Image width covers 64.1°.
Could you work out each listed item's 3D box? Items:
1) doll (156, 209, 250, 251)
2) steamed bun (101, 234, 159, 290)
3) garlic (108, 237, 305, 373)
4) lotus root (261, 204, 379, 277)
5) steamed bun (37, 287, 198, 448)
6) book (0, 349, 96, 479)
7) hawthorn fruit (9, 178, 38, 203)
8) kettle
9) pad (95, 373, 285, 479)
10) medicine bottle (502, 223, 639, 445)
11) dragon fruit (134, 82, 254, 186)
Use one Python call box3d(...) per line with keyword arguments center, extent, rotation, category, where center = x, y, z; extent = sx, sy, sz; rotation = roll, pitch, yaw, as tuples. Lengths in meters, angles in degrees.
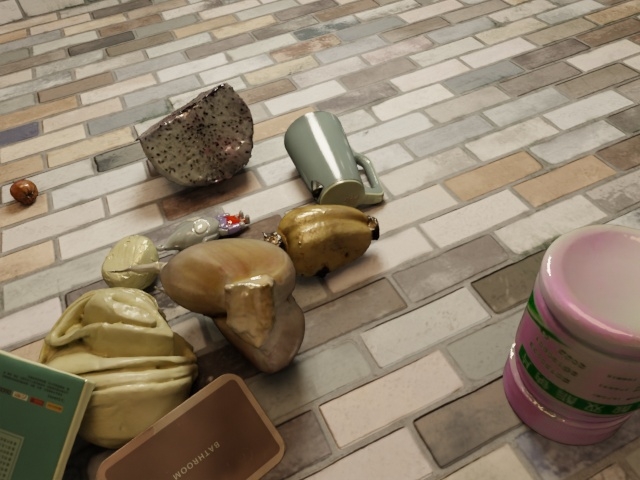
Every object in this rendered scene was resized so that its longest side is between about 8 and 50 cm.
box3d(center=(-0.273, -0.018, 1.195), extent=(0.227, 0.075, 0.102), rotation=(-21, 31, -27), category="doll")
box3d(center=(-0.406, 0.057, 1.123), extent=(0.112, 0.091, 0.130), rotation=(9, 63, 28), category="steamed bun")
box3d(center=(-0.174, 0.122, 0.953), extent=(0.340, 0.232, 0.246), rotation=(6, 20, 32), category="garlic")
box3d(center=(0.000, 0.000, 1.103), extent=(0.256, 0.140, 0.154), rotation=(-9, 76, -12), category="lotus root")
box3d(center=(-0.367, 0.214, 0.898), extent=(0.276, 0.203, 0.289), rotation=(-11, 48, -4), category="steamed bun")
box3d(center=(-0.514, 0.365, 0.775), extent=(0.264, 0.031, 0.379), rotation=(12, 79, 18), category="book")
box3d(center=(-0.805, -0.139, 1.369), extent=(0.103, 0.067, 0.067), rotation=(25, 55, 23), category="hawthorn fruit")
box3d(center=(0.041, -0.183, 1.284), extent=(0.210, 0.160, 0.243), rotation=(2, 48, -32), category="kettle")
box3d(center=(-0.200, 0.354, 0.819), extent=(0.266, 0.002, 0.176), rotation=(-34, 87, -23), category="pad")
box3d(center=(0.412, 0.155, 0.782), extent=(0.212, 0.325, 0.212), rotation=(-3, 48, 3), category="medicine bottle")
box3d(center=(-0.315, -0.260, 1.352), extent=(0.283, 0.204, 0.221), rotation=(-37, 24, -11), category="dragon fruit")
